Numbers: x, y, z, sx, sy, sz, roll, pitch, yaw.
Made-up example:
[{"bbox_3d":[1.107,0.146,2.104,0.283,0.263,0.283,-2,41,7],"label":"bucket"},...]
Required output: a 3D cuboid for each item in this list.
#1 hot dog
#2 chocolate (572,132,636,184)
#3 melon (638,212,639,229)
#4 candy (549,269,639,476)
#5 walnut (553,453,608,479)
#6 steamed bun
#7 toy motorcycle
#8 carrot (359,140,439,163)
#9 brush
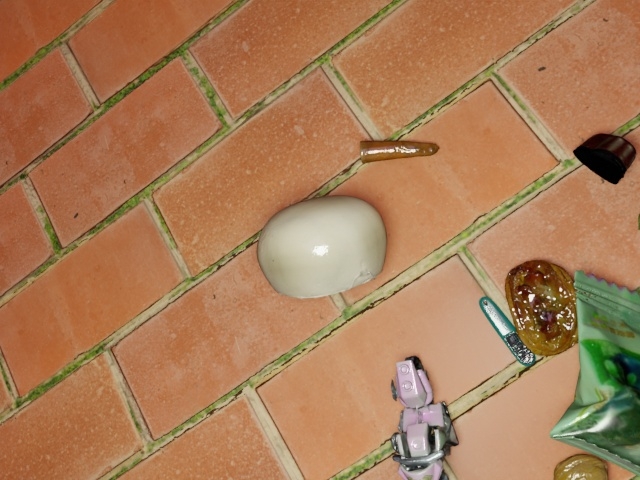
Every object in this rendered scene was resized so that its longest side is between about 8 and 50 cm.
[{"bbox_3d":[0.517,0.151,1.393,0.160,0.099,0.227,-21,71,8],"label":"hot dog"},{"bbox_3d":[0.682,-0.196,1.397,0.125,0.148,0.080,39,92,-18],"label":"chocolate"},{"bbox_3d":[0.920,-0.128,1.290,0.331,0.226,0.343,18,85,62],"label":"melon"},{"bbox_3d":[0.629,0.278,1.263,0.263,0.172,0.398,23,71,-13],"label":"candy"},{"bbox_3d":[0.568,0.519,1.306,0.124,0.105,0.105,-34,72,14],"label":"walnut"},{"bbox_3d":[0.000,0.000,1.459,0.324,0.324,0.206,-10,103,15],"label":"steamed bun"},{"bbox_3d":[0.230,0.430,1.375,0.143,0.188,0.327,-13,76,21],"label":"toy motorcycle"},{"bbox_3d":[0.209,-0.239,1.586,0.210,0.061,0.061,-1,79,12],"label":"carrot"},{"bbox_3d":[0.445,0.215,1.435,0.043,0.032,0.193,-37,73,8],"label":"brush"}]
